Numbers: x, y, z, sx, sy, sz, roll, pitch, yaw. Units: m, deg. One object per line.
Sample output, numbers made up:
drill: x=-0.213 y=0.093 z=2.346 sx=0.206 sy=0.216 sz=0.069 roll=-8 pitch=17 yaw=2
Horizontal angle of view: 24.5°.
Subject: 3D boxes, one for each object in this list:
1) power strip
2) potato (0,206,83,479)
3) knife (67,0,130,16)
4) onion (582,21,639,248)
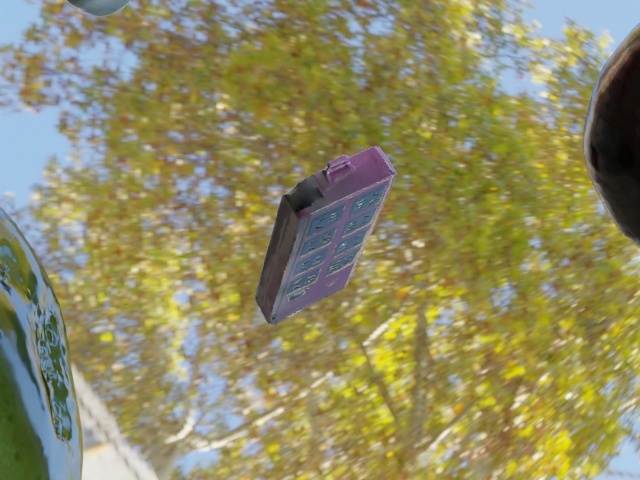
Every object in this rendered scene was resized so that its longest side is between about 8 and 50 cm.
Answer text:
power strip: x=0.000 y=0.000 z=1.466 sx=0.109 sy=0.279 sz=0.037 roll=-26 pitch=-109 yaw=-21
potato: x=-0.224 y=0.052 z=0.529 sx=0.304 sy=0.216 sz=0.215 roll=4 pitch=-86 yaw=35
knife: x=-0.203 y=-0.332 z=1.242 sx=0.080 sy=0.044 sz=0.331 roll=-28 pitch=-120 yaw=26
onion: x=0.345 y=-0.079 z=1.160 sx=0.273 sy=0.285 sz=0.273 roll=2 pitch=-69 yaw=6
